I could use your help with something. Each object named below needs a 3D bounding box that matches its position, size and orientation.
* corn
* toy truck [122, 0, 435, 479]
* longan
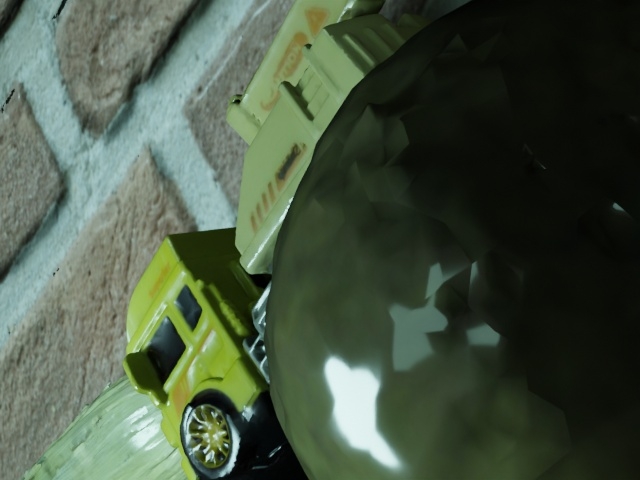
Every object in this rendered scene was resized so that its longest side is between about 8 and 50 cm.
[{"bbox_3d":[-0.182,0.208,1.780,0.305,0.123,0.122,-45,61,43],"label":"corn"},{"bbox_3d":[0.000,0.000,1.506,0.254,0.181,0.405,56,130,29],"label":"toy truck"},{"bbox_3d":[0.154,0.033,1.131,0.391,0.391,0.391,5,96,50],"label":"longan"}]
